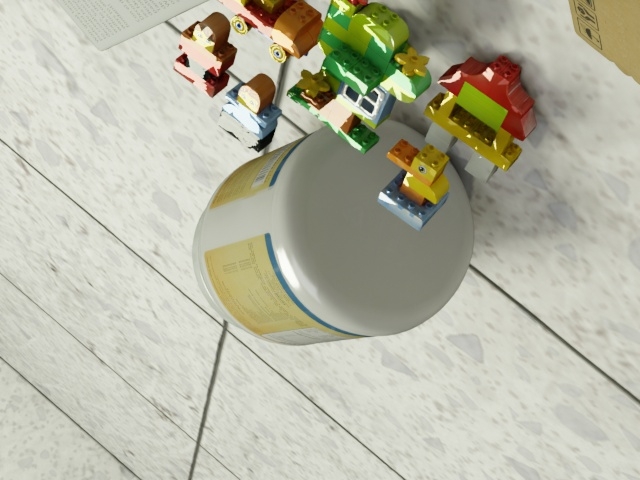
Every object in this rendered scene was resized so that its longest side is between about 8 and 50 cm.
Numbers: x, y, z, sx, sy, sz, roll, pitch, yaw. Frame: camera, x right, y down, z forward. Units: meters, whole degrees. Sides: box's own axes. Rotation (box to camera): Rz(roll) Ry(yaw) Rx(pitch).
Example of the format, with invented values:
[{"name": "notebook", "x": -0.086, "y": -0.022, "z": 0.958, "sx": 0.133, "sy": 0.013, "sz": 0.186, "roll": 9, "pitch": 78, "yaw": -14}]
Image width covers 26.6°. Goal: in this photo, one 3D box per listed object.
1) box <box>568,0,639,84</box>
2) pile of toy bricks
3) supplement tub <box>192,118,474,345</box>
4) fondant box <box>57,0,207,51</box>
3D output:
[{"name": "box", "x": 0.159, "y": -0.098, "z": 0.568, "sx": 0.164, "sy": 0.021, "sz": 0.201, "roll": 46, "pitch": 176, "yaw": 28}, {"name": "pile of toy bricks", "x": 0.019, "y": -0.105, "z": 0.784, "sx": 0.212, "sy": 0.118, "sz": 0.105, "roll": 36, "pitch": 142, "yaw": 11}, {"name": "supplement tub", "x": 0.000, "y": 0.000, "z": 0.948, "sx": 0.144, "sy": 0.144, "sz": 0.199, "roll": 48, "pitch": 157, "yaw": -12}, {"name": "fondant box", "x": -0.114, "y": -0.250, "z": 0.760, "sx": 0.238, "sy": 0.096, "sz": 0.330, "roll": 51, "pitch": 155, "yaw": -18}]
